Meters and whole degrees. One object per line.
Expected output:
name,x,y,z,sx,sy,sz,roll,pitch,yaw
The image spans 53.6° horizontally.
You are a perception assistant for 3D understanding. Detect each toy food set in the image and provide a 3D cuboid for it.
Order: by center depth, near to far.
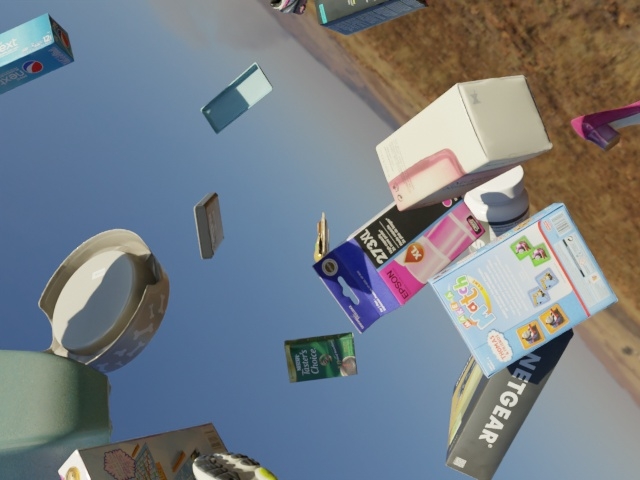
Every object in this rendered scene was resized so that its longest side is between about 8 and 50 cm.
toy food set,0.000,0.000,1.762,0.192,0.038,0.132,74,-165,-74

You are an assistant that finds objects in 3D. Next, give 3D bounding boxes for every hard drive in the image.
hard drive,-0.199,-0.029,1.141,0.135,0.022,0.094,-89,-8,-76

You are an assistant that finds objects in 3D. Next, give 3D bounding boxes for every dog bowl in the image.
dog bowl,-0.499,0.148,1.466,0.102,0.349,0.349,47,-173,-48

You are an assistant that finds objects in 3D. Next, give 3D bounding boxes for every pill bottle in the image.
pill bottle,0.458,-0.058,1.640,0.161,0.161,0.283,-119,10,-51

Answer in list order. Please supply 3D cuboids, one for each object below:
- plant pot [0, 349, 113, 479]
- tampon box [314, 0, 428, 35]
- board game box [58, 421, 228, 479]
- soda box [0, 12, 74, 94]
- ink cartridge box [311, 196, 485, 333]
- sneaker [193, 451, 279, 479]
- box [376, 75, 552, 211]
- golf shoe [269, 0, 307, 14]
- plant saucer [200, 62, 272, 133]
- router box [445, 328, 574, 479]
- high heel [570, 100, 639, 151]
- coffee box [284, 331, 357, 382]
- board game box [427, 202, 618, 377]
plant pot,-0.511,0.354,1.154,0.252,0.247,0.248,-2,-146,-19
tampon box,0.078,-0.424,1.036,0.101,0.161,0.120,-12,-87,-60
board game box,-0.235,0.478,1.073,0.318,0.066,0.318,11,-144,-56
soda box,-0.572,-0.336,1.176,0.067,0.210,0.071,54,-164,-70
ink cartridge box,0.174,0.015,1.337,0.176,0.371,0.069,54,157,-3
sneaker,-0.073,0.364,0.806,0.107,0.110,0.275,0,-173,-37
box,0.223,-0.151,1.023,0.148,0.232,0.127,-15,-98,-29
golf shoe,-0.062,-0.592,1.427,0.086,0.186,0.067,0,-126,-18
plant saucer,-0.181,-0.306,1.373,0.067,0.192,0.018,57,-145,-5
router box,0.314,0.213,1.081,0.081,0.309,0.243,23,-158,7
high heel,0.744,-0.322,1.560,0.117,0.244,0.082,51,179,30
coffee box,0.001,0.309,1.667,0.040,0.184,0.113,-94,-2,-76
board game box,0.282,0.070,0.888,0.160,0.211,0.039,59,-179,-6
